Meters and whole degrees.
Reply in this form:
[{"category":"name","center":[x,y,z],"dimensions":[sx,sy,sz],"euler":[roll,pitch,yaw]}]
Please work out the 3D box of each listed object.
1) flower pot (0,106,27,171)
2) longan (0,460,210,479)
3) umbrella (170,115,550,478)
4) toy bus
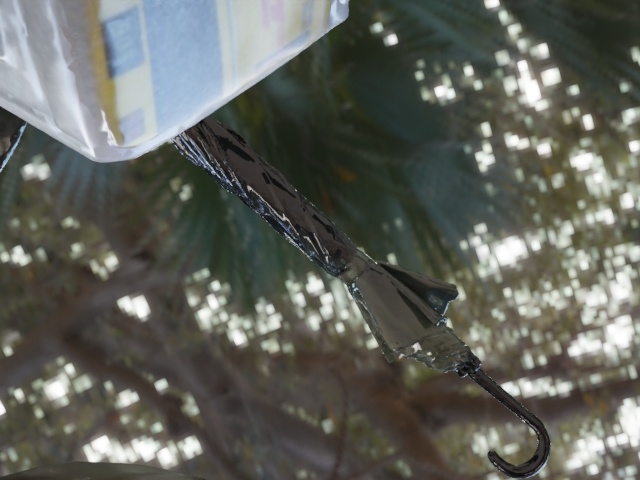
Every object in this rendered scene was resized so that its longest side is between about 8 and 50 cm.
[{"category":"flower pot","center":[-0.379,-0.151,1.225],"dimensions":[0.293,0.294,0.330],"euler":[-30,-160,-16]},{"category":"longan","center":[-0.106,0.257,0.845],"dimensions":[0.297,0.297,0.297],"euler":[-15,-150,9]},{"category":"umbrella","center":[0.004,-0.004,0.718],"dimensions":[0.044,0.269,0.044],"euler":[-46,-174,-10]},{"category":"toy bus","center":[-0.143,-0.139,0.560],"dimensions":[0.342,0.097,0.138],"euler":[27,-127,32]}]
